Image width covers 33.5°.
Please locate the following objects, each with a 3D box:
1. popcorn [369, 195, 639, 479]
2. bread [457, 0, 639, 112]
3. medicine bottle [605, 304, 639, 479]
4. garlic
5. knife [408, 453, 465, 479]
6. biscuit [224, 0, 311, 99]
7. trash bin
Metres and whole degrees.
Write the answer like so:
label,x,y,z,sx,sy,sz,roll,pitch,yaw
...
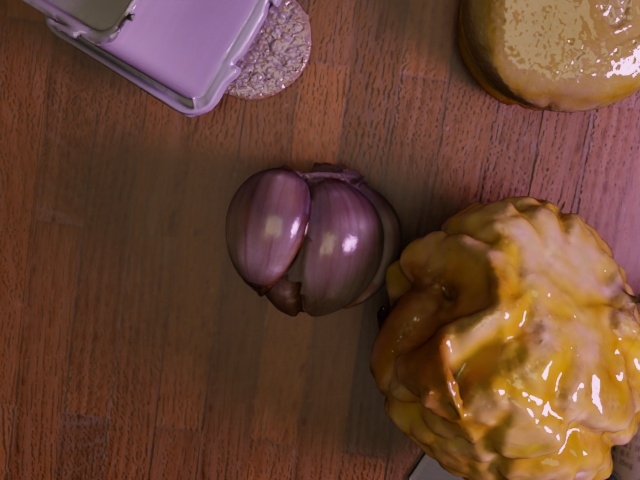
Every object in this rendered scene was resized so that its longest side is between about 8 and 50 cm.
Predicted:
label,x,y,z,sx,sy,sz,roll,pitch,yaw
popcorn,0.204,0.134,1.248,0.349,0.349,0.381,50,139,-5
bread,0.294,-0.275,1.258,0.269,0.148,0.270,0,102,-1
medicine bottle,0.440,0.227,1.309,0.170,0.170,0.293,6,94,0
garlic,0.000,0.000,1.262,0.160,0.214,0.191,3,92,24
knife,0.158,0.315,1.407,0.072,0.019,0.245,35,94,0
biscuit,-0.085,-0.249,1.329,0.152,0.020,0.152,0,96,3
trash bin,-0.186,-0.317,1.138,0.255,0.367,0.296,34,97,5
